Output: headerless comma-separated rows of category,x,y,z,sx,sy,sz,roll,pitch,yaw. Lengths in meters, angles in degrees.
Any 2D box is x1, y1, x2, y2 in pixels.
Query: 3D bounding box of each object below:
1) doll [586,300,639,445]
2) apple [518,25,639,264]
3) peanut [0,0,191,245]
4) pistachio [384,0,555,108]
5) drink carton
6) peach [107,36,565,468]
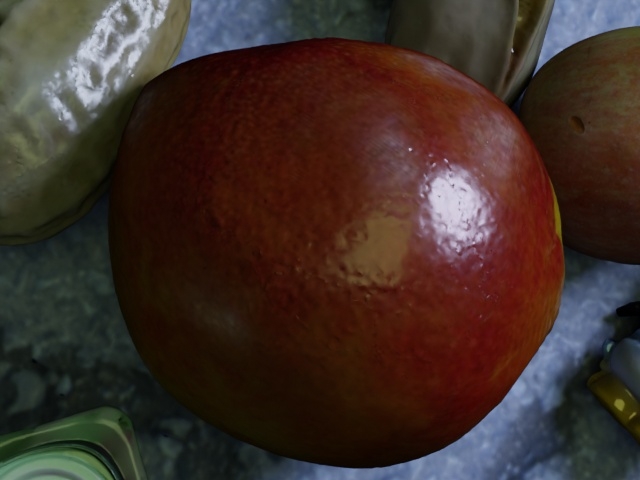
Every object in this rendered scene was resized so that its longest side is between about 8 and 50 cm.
doll,0.366,0.052,0.961,0.314,0.141,0.177,-40,59,0
apple,0.246,-0.074,0.930,0.174,0.188,0.188,5,80,24
peanut,-0.191,-0.157,0.900,0.174,0.158,0.340,20,74,25
pistachio,0.124,-0.181,0.936,0.129,0.206,0.131,-10,43,-30
drink carton,-0.192,0.205,0.854,0.146,0.142,0.144,-15,86,-12
peach,0.000,0.000,0.838,0.332,0.308,0.308,36,79,3
